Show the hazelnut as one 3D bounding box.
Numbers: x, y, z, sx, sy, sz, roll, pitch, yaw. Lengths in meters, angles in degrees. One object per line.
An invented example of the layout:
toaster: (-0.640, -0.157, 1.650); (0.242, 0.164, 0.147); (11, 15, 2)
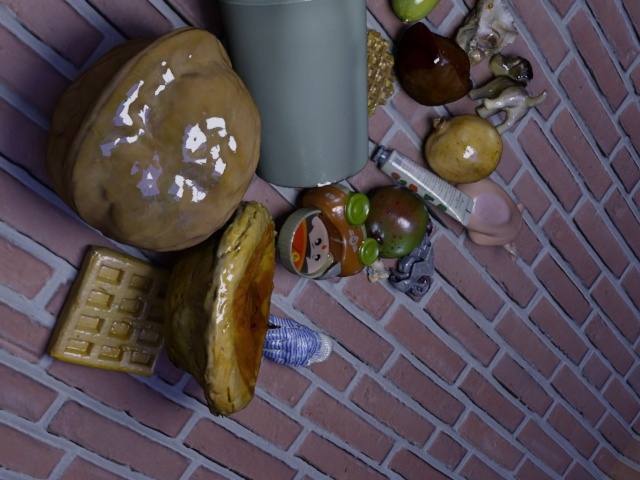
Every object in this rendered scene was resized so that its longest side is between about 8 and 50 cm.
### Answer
hazelnut: (0.256, -0.396, 1.564); (0.160, 0.170, 0.202); (-43, 145, -13)

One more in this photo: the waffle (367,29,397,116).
waffle: (0.099, -0.371, 1.556); (0.160, 0.046, 0.192); (-22, 116, -24)

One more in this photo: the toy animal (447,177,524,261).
toy animal: (0.436, -0.072, 1.801); (0.250, 0.154, 0.167); (30, 81, -38)

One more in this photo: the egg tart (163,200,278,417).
egg tart: (-0.198, 0.127, 1.380); (0.178, 0.443, 0.444); (6, 107, 4)

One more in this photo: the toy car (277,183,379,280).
toy car: (0.000, 0.000, 1.540); (0.235, 0.145, 0.235); (-14, 111, -40)

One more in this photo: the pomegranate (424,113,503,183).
pomegranate: (0.339, -0.227, 1.674); (0.196, 0.196, 0.196); (-11, 112, -28)

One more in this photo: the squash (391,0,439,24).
squash: (0.224, -0.562, 1.526); (0.123, 0.123, 0.187); (27, 95, -35)

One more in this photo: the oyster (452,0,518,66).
oyster: (0.387, -0.503, 1.667); (0.161, 0.107, 0.233); (48, 61, -29)

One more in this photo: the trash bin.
trash bin: (-0.040, -0.344, 1.322); (0.280, 0.280, 0.432); (-23, 126, -23)

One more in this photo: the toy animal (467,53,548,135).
toy animal: (0.453, -0.367, 1.704); (0.168, 0.233, 0.121); (-26, 122, 18)

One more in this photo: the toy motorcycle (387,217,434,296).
toy motorcycle: (0.231, 0.042, 1.765); (0.122, 0.080, 0.216); (-9, 106, -31)

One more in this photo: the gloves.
gloves: (-0.071, 0.239, 1.645); (0.229, 0.097, 0.119); (9, 71, -29)

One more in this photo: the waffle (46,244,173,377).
waffle: (-0.409, 0.152, 1.420); (0.221, 0.055, 0.248); (20, 96, -35)

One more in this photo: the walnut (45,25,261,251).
walnut: (-0.281, -0.164, 1.213); (0.383, 0.383, 0.384); (-11, 112, -28)

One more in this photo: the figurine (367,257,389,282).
figurine: (0.137, 0.073, 1.739); (0.050, 0.047, 0.083); (-30, 128, -3)

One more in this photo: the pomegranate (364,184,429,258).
pomegranate: (0.180, -0.055, 1.653); (0.209, 0.179, 0.180); (-45, 130, -47)

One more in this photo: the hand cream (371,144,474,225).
hand cream: (0.248, -0.136, 1.655); (0.276, 0.059, 0.095); (32, 52, -7)
